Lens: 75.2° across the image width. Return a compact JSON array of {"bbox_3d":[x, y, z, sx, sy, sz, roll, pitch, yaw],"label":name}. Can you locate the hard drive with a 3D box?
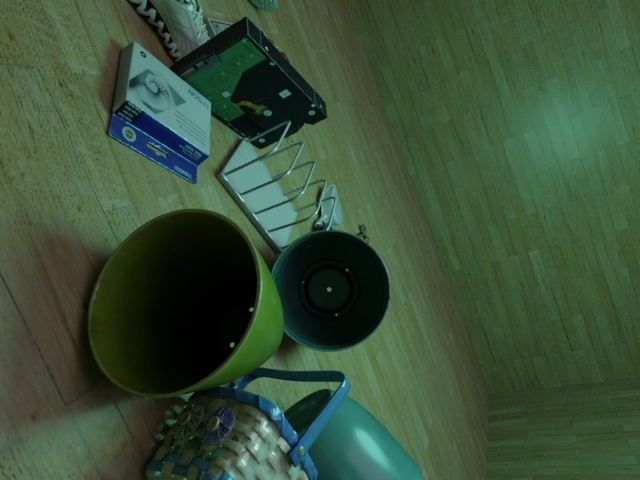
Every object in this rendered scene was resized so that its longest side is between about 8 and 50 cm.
[{"bbox_3d":[-0.166,-0.371,1.046,0.339,0.237,0.064,27,50,-55],"label":"hard drive"}]

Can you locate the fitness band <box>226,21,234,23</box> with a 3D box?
[{"bbox_3d":[-0.214,-0.538,1.266,0.291,0.054,0.208,-5,76,-61],"label":"fitness band"}]

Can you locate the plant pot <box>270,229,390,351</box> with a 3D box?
[{"bbox_3d":[0.022,0.129,1.091,0.196,0.293,0.292,86,-11,-84],"label":"plant pot"}]

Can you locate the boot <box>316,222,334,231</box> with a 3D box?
[{"bbox_3d":[0.000,0.000,1.347,0.219,0.082,0.106,1,51,-58],"label":"boot"}]

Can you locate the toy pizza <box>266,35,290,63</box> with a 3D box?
[{"bbox_3d":[-0.152,-0.633,1.473,0.201,0.032,0.201,42,39,-46],"label":"toy pizza"}]

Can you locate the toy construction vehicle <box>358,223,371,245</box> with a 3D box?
[{"bbox_3d":[0.180,-0.012,1.730,0.086,0.035,0.098,-61,131,-70],"label":"toy construction vehicle"}]

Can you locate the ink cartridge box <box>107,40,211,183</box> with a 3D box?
[{"bbox_3d":[-0.325,-0.264,0.881,0.223,0.045,0.223,32,47,-53],"label":"ink cartridge box"}]

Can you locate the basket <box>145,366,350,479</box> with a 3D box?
[{"bbox_3d":[-0.109,0.320,0.692,0.289,0.255,0.201,-39,110,-51],"label":"basket"}]

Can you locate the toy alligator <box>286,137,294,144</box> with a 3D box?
[{"bbox_3d":[-0.151,-0.359,1.284,0.051,0.056,0.190,39,3,39],"label":"toy alligator"}]

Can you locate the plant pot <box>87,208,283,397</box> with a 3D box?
[{"bbox_3d":[-0.175,0.130,0.719,0.293,0.275,0.274,55,27,-63],"label":"plant pot"}]

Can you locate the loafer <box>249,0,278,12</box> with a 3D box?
[{"bbox_3d":[-0.248,-0.919,1.381,0.319,0.112,0.111,44,45,-43],"label":"loafer"}]

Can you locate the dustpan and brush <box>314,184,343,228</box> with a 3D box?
[{"bbox_3d":[0.025,-0.094,1.460,0.211,0.060,0.147,-68,147,-62],"label":"dustpan and brush"}]

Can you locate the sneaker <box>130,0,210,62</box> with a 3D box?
[{"bbox_3d":[-0.316,-0.502,0.976,0.292,0.118,0.110,51,31,-39],"label":"sneaker"}]

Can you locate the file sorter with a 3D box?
[{"bbox_3d":[-0.097,-0.141,1.106,0.277,0.173,0.192,56,31,-30],"label":"file sorter"}]

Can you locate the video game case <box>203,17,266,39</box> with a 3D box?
[{"bbox_3d":[-0.200,-0.523,1.199,0.204,0.025,0.285,64,30,-8],"label":"video game case"}]

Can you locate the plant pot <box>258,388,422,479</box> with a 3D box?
[{"bbox_3d":[0.014,0.452,0.836,0.235,0.293,0.293,54,27,0],"label":"plant pot"}]

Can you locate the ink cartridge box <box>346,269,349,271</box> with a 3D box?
[{"bbox_3d":[0.129,0.124,1.473,0.153,0.087,0.208,68,25,-9],"label":"ink cartridge box"}]
